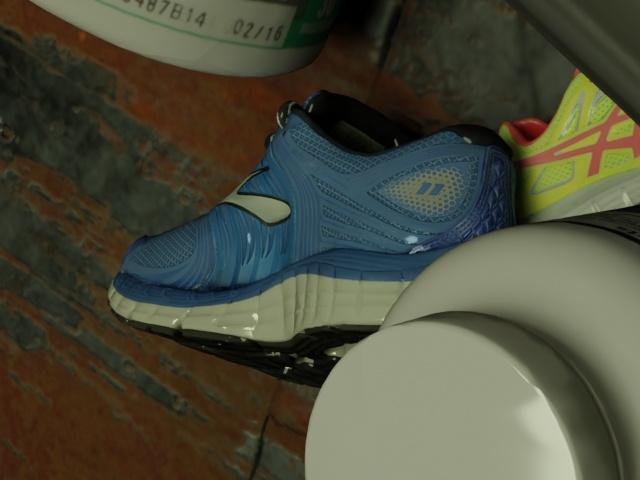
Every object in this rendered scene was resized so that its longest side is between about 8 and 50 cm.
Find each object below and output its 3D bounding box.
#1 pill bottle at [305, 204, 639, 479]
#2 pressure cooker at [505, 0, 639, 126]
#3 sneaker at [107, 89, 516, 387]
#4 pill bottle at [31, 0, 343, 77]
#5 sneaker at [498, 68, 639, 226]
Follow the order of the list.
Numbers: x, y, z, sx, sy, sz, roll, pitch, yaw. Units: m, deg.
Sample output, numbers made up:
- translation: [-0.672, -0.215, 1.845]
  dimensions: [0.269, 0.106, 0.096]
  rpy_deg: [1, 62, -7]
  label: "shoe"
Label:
- translation: [0.141, 0.075, 0.767]
  dimensions: [0.181, 0.323, 0.181]
  rpy_deg: [6, 100, 38]
  label: "pill bottle"
- translation: [0.150, -0.272, 0.672]
  dimensions: [0.420, 0.370, 0.375]
  rpy_deg: [46, 133, 21]
  label: "pressure cooker"
- translation: [0.000, 0.000, 1.005]
  dimensions: [0.330, 0.130, 0.147]
  rpy_deg: [-6, 67, 50]
  label: "sneaker"
- translation: [-0.035, -0.287, 0.934]
  dimensions: [0.204, 0.204, 0.361]
  rpy_deg: [35, 117, 29]
  label: "pill bottle"
- translation: [0.165, -0.064, 0.885]
  dimensions: [0.208, 0.081, 0.094]
  rpy_deg: [-30, 75, 37]
  label: "sneaker"
